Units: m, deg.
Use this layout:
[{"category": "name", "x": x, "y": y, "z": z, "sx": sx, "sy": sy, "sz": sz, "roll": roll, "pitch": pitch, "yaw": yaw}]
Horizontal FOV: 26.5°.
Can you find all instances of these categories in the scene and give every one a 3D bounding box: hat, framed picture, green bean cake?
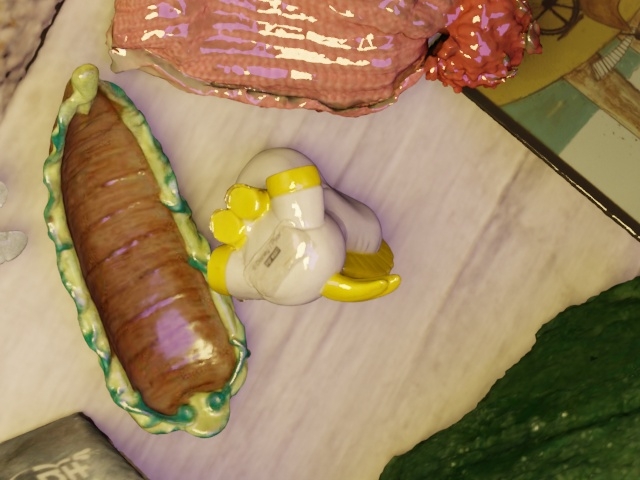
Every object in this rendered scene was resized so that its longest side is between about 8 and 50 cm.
[{"category": "hat", "x": 0.015, "y": -0.182, "z": 0.916, "sx": 0.286, "sy": 0.107, "sz": 0.237, "roll": 20, "pitch": 94, "yaw": -11}, {"category": "framed picture", "x": 0.275, "y": -0.120, "z": 1.013, "sx": 0.244, "sy": 0.324, "sz": 0.013, "roll": -46, "pitch": 166, "yaw": -9}, {"category": "green bean cake", "x": 0.203, "y": 0.185, "z": 1.064, "sx": 0.169, "sy": 0.300, "sz": 0.308, "roll": 54, "pitch": 34, "yaw": -17}]

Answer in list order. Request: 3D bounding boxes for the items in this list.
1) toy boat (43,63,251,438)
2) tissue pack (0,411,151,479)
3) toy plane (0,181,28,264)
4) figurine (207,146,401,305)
[{"category": "toy boat", "x": -0.126, "y": 0.001, "z": 0.900, "sx": 0.108, "sy": 0.099, "sz": 0.293, "roll": -30, "pitch": 125, "yaw": -21}, {"category": "tissue pack", "x": -0.245, "y": 0.250, "z": 0.806, "sx": 0.361, "sy": 0.259, "sz": 0.122, "roll": -22, "pitch": 118, "yaw": -25}, {"category": "toy plane", "x": -0.317, "y": 0.039, "z": 0.798, "sx": 0.212, "sy": 0.088, "sz": 0.267, "roll": 38, "pitch": 84, "yaw": -33}, {"category": "figurine", "x": -0.006, "y": -0.004, "z": 0.944, "sx": 0.129, "sy": 0.178, "sz": 0.109, "roll": 29, "pitch": 104, "yaw": -2}]
